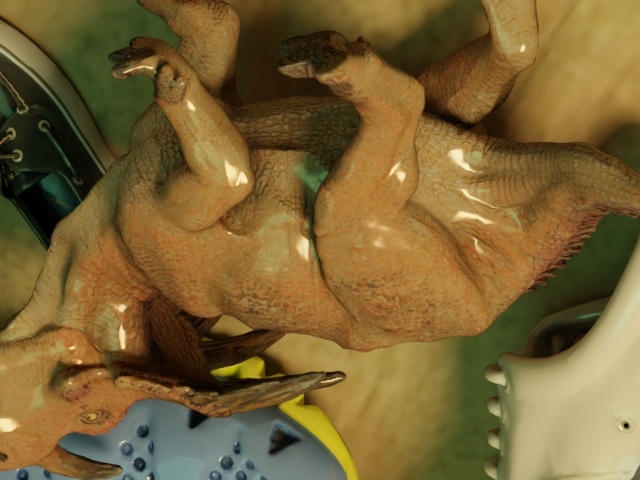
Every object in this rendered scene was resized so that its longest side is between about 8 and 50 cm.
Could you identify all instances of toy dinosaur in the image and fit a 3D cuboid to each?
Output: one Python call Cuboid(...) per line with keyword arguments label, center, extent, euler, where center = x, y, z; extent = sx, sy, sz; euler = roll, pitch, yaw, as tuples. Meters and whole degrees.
Cuboid(label="toy dinosaur", center=(0.000, 0.000, 0.702), extent=(0.296, 0.127, 0.200), euler=(2, 121, 23))

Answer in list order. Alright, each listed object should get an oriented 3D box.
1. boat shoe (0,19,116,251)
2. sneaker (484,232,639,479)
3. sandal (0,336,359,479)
Cuboid(label="boat shoe", center=(-0.116, -0.033, 0.793), extent=(0.049, 0.040, 0.142), euler=(-29, 104, 39))
Cuboid(label="sneaker", center=(0.103, 0.074, 0.726), extent=(0.091, 0.094, 0.258), euler=(41, 124, 13))
Cuboid(label="sandal", center=(-0.135, 0.109, 0.839), extent=(0.317, 0.138, 0.126), euler=(6, 122, 23))
